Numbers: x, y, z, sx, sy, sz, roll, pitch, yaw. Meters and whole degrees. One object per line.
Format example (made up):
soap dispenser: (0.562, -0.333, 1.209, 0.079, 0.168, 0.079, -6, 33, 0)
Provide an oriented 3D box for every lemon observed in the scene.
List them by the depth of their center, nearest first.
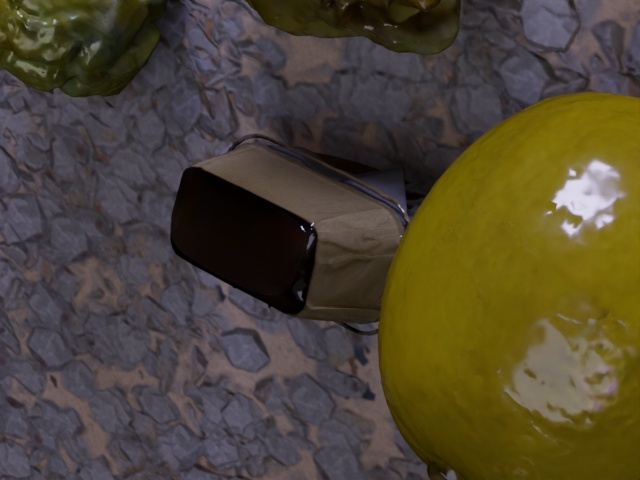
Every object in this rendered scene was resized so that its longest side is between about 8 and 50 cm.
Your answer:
lemon: (0.207, 0.060, 1.368, 0.348, 0.348, 0.348, 13, 119, 25)

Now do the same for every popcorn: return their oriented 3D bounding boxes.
popcorn: (0.008, -0.248, 1.421, 0.266, 0.192, 0.233, 48, 136, 23)
popcorn: (-0.217, -0.208, 1.596, 0.198, 0.212, 0.198, -7, 69, 17)

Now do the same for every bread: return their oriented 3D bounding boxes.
bread: (0.000, 0.000, 1.535, 0.224, 0.212, 0.142, 27, 108, 38)
